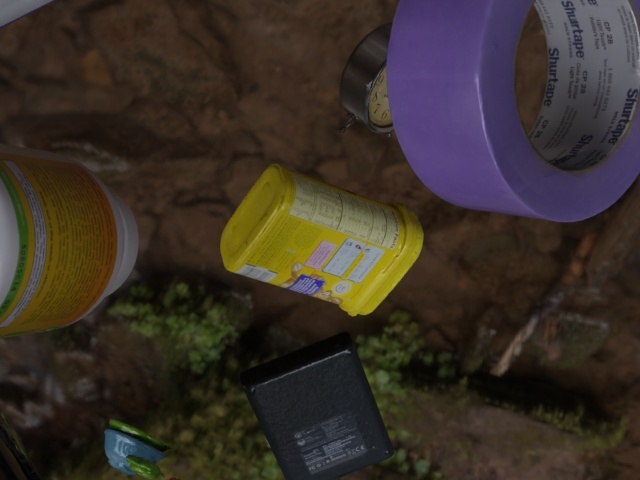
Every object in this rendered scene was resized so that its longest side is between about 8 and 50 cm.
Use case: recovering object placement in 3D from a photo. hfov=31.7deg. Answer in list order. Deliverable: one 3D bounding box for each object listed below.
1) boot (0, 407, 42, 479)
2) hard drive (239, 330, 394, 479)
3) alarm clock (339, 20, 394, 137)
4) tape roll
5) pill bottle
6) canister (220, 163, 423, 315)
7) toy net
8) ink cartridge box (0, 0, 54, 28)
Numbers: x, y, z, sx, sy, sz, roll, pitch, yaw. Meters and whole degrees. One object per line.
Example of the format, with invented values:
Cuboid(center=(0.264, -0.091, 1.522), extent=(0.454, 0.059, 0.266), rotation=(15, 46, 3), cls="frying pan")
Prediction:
Cuboid(center=(-0.094, 0.277, 0.566), extent=(0.445, 0.146, 0.367), rotation=(59, 158, 3), cls="boot")
Cuboid(center=(-0.001, 0.143, 0.921), extent=(0.094, 0.022, 0.135), rotation=(-21, 127, -1), cls="hard drive")
Cuboid(center=(0.089, -0.212, 1.333), extent=(0.064, 0.129, 0.192), rotation=(42, 114, 28), cls="alarm clock")
Cuboid(center=(0.136, -0.109, 0.722), extent=(0.080, 0.189, 0.189), rotation=(10, 137, 49), cls="tape roll")
Cuboid(center=(-0.223, 0.001, 0.801), extent=(0.136, 0.245, 0.136), rotation=(0, 90, 14), cls="pill bottle")
Cuboid(center=(0.000, 0.000, 1.133), extent=(0.169, 0.073, 0.126), rotation=(19, 124, -32), cls="canister")
Cuboid(center=(-0.122, 0.259, 1.184), extent=(0.232, 0.045, 0.122), rotation=(35, 158, -28), cls="toy net")
Cuboid(center=(-0.060, -0.172, 0.410), extent=(0.307, 0.303, 0.072), rotation=(-16, 108, 58), cls="ink cartridge box")
